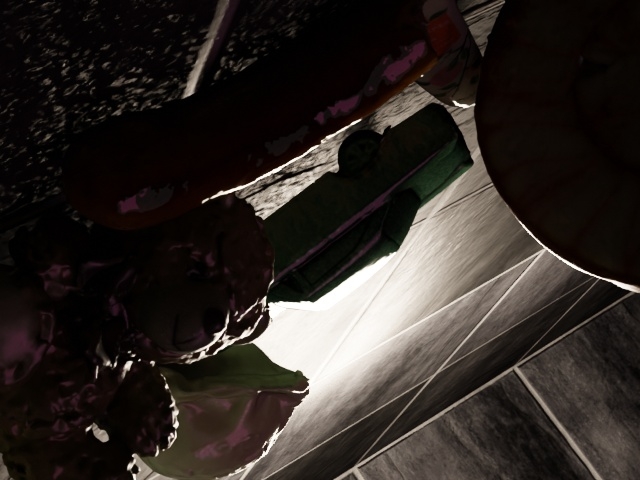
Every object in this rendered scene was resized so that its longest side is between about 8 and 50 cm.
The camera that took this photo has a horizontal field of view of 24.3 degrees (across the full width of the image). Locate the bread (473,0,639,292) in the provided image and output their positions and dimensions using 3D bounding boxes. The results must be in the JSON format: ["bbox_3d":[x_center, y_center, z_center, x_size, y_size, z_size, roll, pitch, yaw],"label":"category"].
[{"bbox_3d":[0.277,-0.123,1.193,0.114,0.295,0.328,11,97,-70],"label":"bread"}]

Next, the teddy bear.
[{"bbox_3d":[-0.144,0.057,1.091,0.256,0.156,0.267,-28,134,-16],"label":"teddy bear"}]

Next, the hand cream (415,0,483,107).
[{"bbox_3d":[0.091,-0.156,1.189,0.080,0.050,0.234,-35,160,10],"label":"hand cream"}]

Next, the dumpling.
[{"bbox_3d":[-0.136,0.161,1.466,0.258,0.147,0.193,-18,158,41],"label":"dumpling"}]

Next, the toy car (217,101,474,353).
[{"bbox_3d":[0.000,0.000,1.344,0.320,0.097,0.141,-37,166,5],"label":"toy car"}]

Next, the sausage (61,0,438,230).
[{"bbox_3d":[-0.043,-0.089,1.019,0.302,0.076,0.103,-31,160,-22],"label":"sausage"}]
